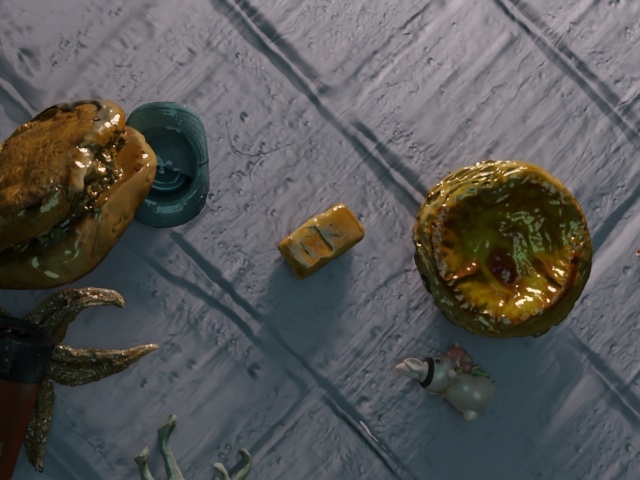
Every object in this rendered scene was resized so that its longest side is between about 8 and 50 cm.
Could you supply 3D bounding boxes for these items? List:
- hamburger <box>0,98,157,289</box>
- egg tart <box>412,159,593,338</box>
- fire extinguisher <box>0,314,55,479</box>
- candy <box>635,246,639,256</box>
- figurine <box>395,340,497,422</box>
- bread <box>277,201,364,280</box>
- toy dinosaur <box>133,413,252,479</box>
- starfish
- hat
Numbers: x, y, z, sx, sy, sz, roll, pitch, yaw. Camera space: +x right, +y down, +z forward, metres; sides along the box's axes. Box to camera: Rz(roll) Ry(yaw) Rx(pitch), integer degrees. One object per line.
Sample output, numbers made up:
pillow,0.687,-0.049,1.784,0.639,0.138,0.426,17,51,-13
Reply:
hamburger,-0.373,-0.067,1.806,0.318,0.319,0.158,-43,124,-12
egg tart,0.274,0.016,2.010,0.295,0.116,0.294,1,84,-14
fire extinguisher,-0.500,0.284,1.819,0.200,0.113,0.376,23,99,32
candy,0.540,0.046,2.109,0.083,0.020,0.030,44,77,-5
figurine,0.194,0.207,2.009,0.146,0.081,0.098,36,36,-2
bread,0.000,0.000,1.983,0.132,0.053,0.074,-32,93,-14
toy dinosaur,-0.229,0.377,1.890,0.393,0.092,0.205,-23,96,-21
starfish,-0.411,0.186,1.881,0.299,0.060,0.302,23,95,-16
hat,-0.231,-0.117,1.937,0.138,0.078,0.190,5,103,-3
